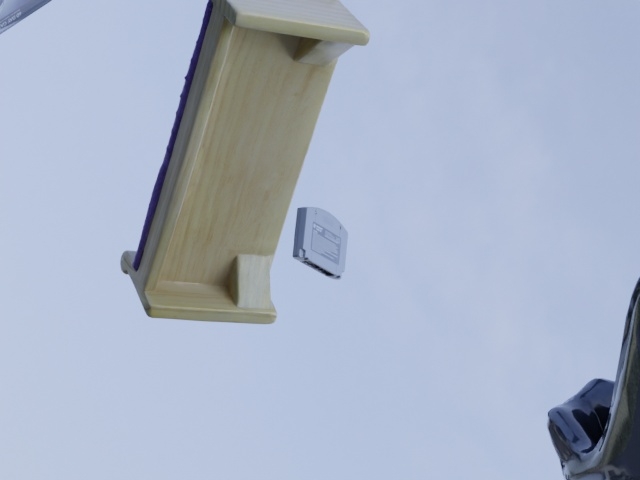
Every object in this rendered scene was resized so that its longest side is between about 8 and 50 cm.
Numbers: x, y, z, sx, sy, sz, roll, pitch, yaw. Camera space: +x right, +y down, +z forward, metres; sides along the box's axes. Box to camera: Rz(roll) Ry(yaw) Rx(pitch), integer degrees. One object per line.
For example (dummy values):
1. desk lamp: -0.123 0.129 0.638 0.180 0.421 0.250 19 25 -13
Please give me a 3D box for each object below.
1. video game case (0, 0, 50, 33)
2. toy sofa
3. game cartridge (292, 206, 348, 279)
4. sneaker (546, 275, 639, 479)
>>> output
1. video game case: -0.390 -0.337 1.533 0.026 0.196 0.274 28 -38 26
2. toy sofa: -0.094 -0.104 1.434 0.177 0.150 0.363 56 -45 50
3. game cartridge: 0.000 0.000 1.295 0.017 0.056 0.083 1 -17 30
4. sneaker: 0.152 0.031 0.385 0.121 0.111 0.300 56 -41 21
